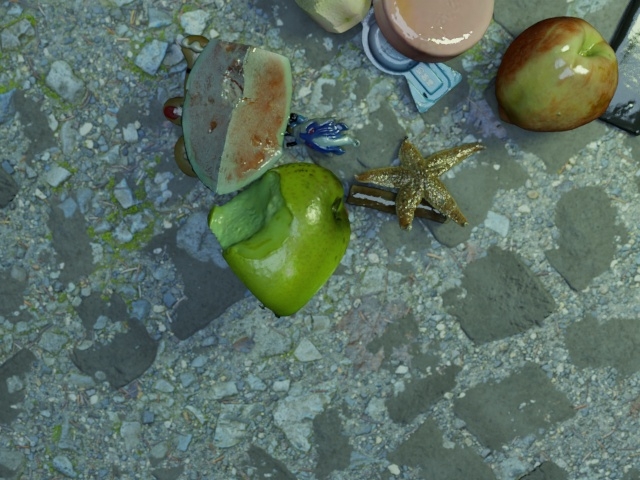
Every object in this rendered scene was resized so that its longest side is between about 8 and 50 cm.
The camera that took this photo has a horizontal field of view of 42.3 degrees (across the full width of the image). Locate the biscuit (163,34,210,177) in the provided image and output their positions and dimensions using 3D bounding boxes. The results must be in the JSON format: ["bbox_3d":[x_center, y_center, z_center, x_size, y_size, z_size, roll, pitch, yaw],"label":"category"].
[{"bbox_3d":[-0.245,-0.282,1.804,0.197,0.049,0.301,17,103,1],"label":"biscuit"}]

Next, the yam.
[{"bbox_3d":[0.176,-0.079,1.821,0.241,0.057,0.057,11,102,-1],"label":"yam"}]

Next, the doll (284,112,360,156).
[{"bbox_3d":[-0.009,-0.231,1.794,0.195,0.070,0.096,13,125,8],"label":"doll"}]

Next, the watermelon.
[{"bbox_3d":[-0.178,-0.246,1.698,0.224,0.180,0.305,12,95,-3],"label":"watermelon"}]

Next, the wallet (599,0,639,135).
[{"bbox_3d":[0.675,-0.377,1.752,0.146,0.030,0.285,24,102,1],"label":"wallet"}]

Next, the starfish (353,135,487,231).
[{"bbox_3d":[0.233,-0.120,1.790,0.295,0.048,0.231,-16,72,-5],"label":"starfish"}]

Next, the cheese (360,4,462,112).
[{"bbox_3d":[0.182,-0.397,1.758,0.135,0.052,0.245,-40,98,12],"label":"cheese"}]

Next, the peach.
[{"bbox_3d":[0.465,-0.321,1.685,0.232,0.232,0.256,40,138,-5],"label":"peach"}]

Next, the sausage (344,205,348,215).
[{"bbox_3d":[0.000,0.000,1.836,0.077,0.077,0.194,26,102,-3],"label":"sausage"}]

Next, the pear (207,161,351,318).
[{"bbox_3d":[-0.069,-0.034,1.723,0.282,0.286,0.176,-38,142,9],"label":"pear"}]

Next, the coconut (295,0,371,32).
[{"bbox_3d":[0.028,-0.508,1.698,0.147,0.152,0.147,-9,70,26],"label":"coconut"}]

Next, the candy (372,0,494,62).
[{"bbox_3d":[0.234,-0.492,1.685,0.255,0.094,0.255,1,87,-13],"label":"candy"}]
